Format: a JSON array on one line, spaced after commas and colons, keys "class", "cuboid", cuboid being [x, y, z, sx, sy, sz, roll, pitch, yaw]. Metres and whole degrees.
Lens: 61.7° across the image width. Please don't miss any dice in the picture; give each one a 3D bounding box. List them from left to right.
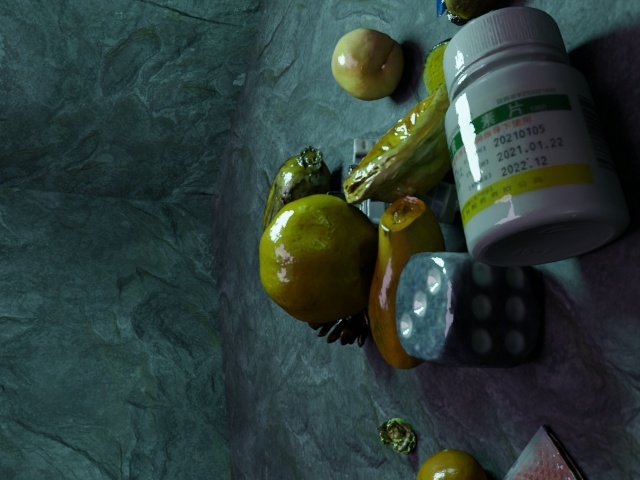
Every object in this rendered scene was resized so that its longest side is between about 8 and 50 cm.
[{"class": "dice", "cuboid": [0.241, 0.114, 0.896, 0.183, 0.182, 0.182, 171, 103, -70]}]

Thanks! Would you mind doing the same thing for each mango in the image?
[{"class": "mango", "cuboid": [0.178, 0.088, 1.055, 0.144, 0.187, 0.358, 13, 107, 37]}]

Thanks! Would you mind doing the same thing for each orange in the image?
[{"class": "orange", "cuboid": [0.008, 0.041, 1.129, 0.235, 0.279, 0.278, 22, 108, 47]}, {"class": "orange", "cuboid": [0.226, 0.443, 0.926, 0.156, 0.124, 0.156, -2, -90, -83]}]

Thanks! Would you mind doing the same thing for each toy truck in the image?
[{"class": "toy truck", "cuboid": [0.131, -0.104, 1.296, 0.111, 0.137, 0.285, 95, 175, -77]}]

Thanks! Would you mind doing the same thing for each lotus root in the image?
[{"class": "lotus root", "cuboid": [-0.076, -0.117, 1.723, 0.179, 0.196, 0.397, -116, 36, -45]}, {"class": "lotus root", "cuboid": [0.294, -0.491, 0.964, 0.120, 0.120, 0.209, -108, 30, -44]}]

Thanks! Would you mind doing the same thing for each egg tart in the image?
[{"class": "egg tart", "cuboid": [0.182, -0.170, 1.083, 0.319, 0.128, 0.319, -43, 10, 9]}]

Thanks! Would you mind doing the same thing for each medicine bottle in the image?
[{"class": "medicine bottle", "cuboid": [0.292, -0.149, 0.782, 0.208, 0.209, 0.339, 134, 135, -58]}]

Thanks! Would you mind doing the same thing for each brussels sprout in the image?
[{"class": "brussels sprout", "cuboid": [0.175, 0.431, 1.180, 0.085, 0.058, 0.085, -8, 76, 34]}]

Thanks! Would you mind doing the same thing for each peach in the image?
[{"class": "peach", "cuboid": [0.120, -0.432, 1.322, 0.184, 0.184, 0.184, -176, 90, -69]}]

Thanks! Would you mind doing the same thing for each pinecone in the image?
[{"class": "pinecone", "cuboid": [0.059, 0.165, 1.338, 0.228, 0.202, 0.202, 82, -164, -64]}]

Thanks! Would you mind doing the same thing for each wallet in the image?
[{"class": "wallet", "cuboid": [0.332, 0.391, 0.832, 0.103, 0.020, 0.196, -114, 35, -54]}]

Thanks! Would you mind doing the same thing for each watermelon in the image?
[{"class": "watermelon", "cuboid": [0.259, -0.363, 1.088, 0.181, 0.075, 0.091, 151, 117, -63]}]

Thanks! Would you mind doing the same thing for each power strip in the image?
[{"class": "power strip", "cuboid": [0.236, -0.097, 1.152, 0.192, 0.035, 0.081, -139, 56, -63]}]

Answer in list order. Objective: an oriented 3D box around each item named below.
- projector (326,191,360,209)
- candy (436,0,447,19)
[{"class": "projector", "cuboid": [0.041, 0.037, 1.505, 0.108, 0.108, 0.337, -134, 49, -62]}, {"class": "candy", "cuboid": [0.285, -0.536, 1.116, 0.136, 0.038, 0.088, -40, 36, 52]}]
